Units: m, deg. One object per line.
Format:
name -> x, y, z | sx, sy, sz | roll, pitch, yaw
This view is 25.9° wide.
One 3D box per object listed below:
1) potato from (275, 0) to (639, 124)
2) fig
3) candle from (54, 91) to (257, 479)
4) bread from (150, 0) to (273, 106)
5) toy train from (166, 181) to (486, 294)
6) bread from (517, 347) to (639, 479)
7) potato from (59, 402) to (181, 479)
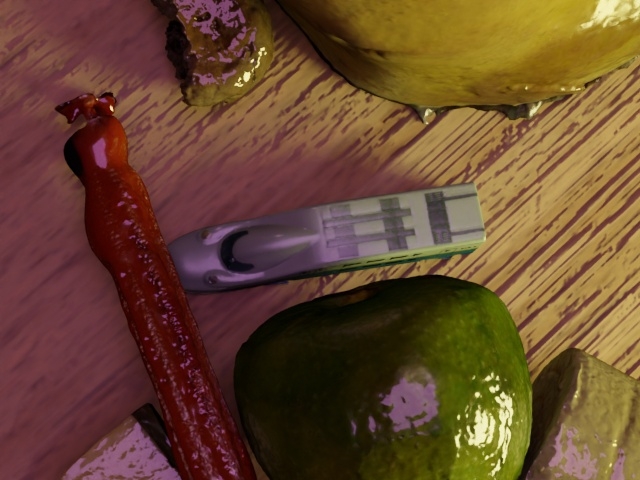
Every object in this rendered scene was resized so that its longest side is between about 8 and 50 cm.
potato -> 0.110, -0.214, 0.905 | 0.397, 0.296, 0.290 | 24, 97, -9
fig -> 0.058, 0.147, 0.931 | 0.203, 0.203, 0.235 | -18, 94, -11
candle -> -0.114, 0.044, 0.950 | 0.051, 0.048, 0.329 | -25, 71, 7
bread -> -0.078, -0.154, 1.012 | 0.082, 0.060, 0.113 | -16, 87, -11
toy train -> 0.000, 0.000, 1.009 | 0.234, 0.051, 0.052 | -8, 80, -10
bread -> 0.201, 0.168, 0.978 | 0.141, 0.134, 0.148 | 27, 89, -5
potato -> -0.136, 0.178, 0.956 | 0.103, 0.066, 0.096 | -29, 79, -9
